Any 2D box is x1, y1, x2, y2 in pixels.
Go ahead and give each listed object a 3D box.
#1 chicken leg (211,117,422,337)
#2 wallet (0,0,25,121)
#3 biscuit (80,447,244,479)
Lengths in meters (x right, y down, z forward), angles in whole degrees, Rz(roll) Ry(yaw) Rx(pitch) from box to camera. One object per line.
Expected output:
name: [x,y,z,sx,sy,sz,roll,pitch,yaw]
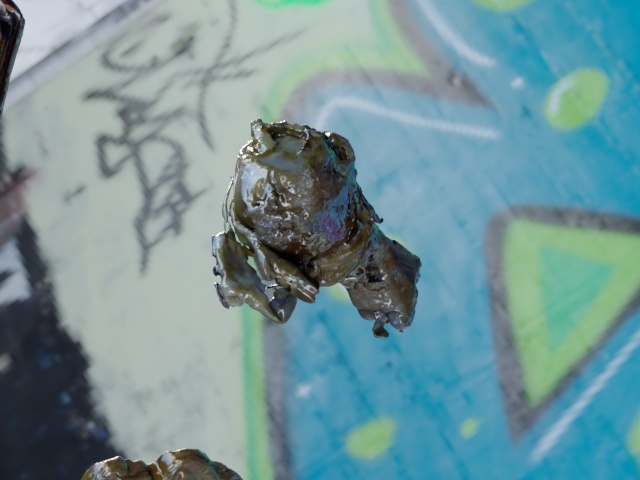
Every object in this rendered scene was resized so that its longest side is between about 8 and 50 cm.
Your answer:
chicken leg: [-0.001,-0.008,0.992,0.196,0.080,0.125,15,-111,-64]
wallet: [-0.311,-0.178,1.296,0.195,0.042,0.161,50,142,17]
biscuit: [-0.177,0.309,1.782,0.041,0.208,0.290,59,-179,35]
